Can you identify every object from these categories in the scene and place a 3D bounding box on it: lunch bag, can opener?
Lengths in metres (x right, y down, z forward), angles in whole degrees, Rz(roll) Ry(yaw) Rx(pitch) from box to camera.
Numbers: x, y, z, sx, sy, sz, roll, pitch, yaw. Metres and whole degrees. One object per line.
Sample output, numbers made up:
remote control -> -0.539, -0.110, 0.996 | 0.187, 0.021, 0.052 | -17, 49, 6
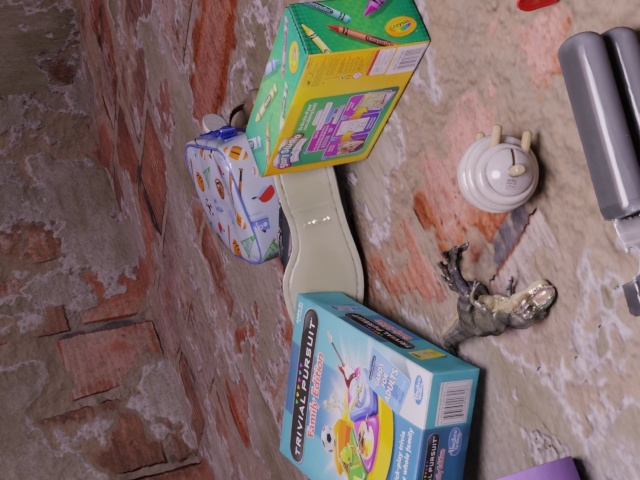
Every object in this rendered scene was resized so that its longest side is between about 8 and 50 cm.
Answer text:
lunch bag -> -0.139, -0.092, 1.708 | 0.303, 0.115, 0.243 | 17, 128, 65
can opener -> 0.275, -0.047, 0.793 | 0.093, 0.074, 0.280 | -34, 70, 63

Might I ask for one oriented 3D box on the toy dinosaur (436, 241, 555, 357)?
toy dinosaur -> 0.176, 0.068, 1.126 | 0.118, 0.064, 0.268 | 67, 160, 10

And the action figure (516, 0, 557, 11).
action figure -> 0.118, -0.327, 0.971 | 0.280, 0.139, 0.091 | -121, 30, -46

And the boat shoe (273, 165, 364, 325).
boat shoe -> -0.004, 0.000, 1.476 | 0.113, 0.127, 0.339 | -71, -32, -73

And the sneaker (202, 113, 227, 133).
sneaker -> -0.209, -0.198, 1.957 | 0.134, 0.051, 0.070 | 56, 144, 37

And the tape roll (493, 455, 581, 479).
tape roll -> 0.193, 0.297, 1.020 | 0.189, 0.189, 0.080 | 126, 128, -62

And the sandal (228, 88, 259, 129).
sandal -> -0.147, -0.223, 1.792 | 0.180, 0.049, 0.072 | 123, 131, -61

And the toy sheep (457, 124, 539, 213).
toy sheep -> 0.185, -0.071, 0.994 | 0.132, 0.091, 0.091 | 144, 114, -87

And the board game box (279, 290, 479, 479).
board game box -> 0.064, 0.238, 1.300 | 0.336, 0.079, 0.253 | 25, 112, 57

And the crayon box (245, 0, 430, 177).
crayon box -> 0.013, -0.196, 1.248 | 0.278, 0.166, 0.081 | 119, 135, -58
